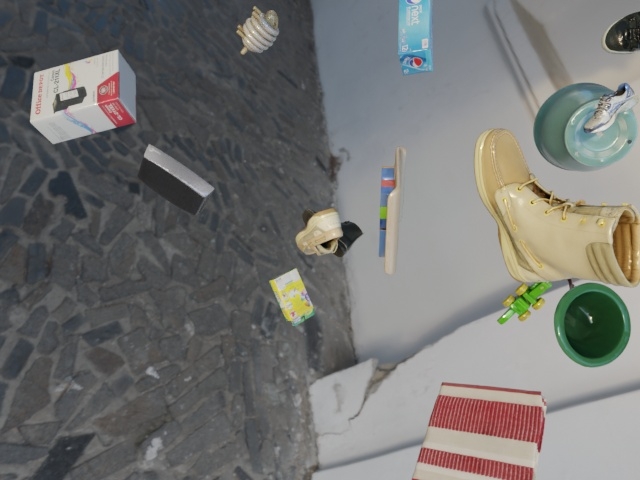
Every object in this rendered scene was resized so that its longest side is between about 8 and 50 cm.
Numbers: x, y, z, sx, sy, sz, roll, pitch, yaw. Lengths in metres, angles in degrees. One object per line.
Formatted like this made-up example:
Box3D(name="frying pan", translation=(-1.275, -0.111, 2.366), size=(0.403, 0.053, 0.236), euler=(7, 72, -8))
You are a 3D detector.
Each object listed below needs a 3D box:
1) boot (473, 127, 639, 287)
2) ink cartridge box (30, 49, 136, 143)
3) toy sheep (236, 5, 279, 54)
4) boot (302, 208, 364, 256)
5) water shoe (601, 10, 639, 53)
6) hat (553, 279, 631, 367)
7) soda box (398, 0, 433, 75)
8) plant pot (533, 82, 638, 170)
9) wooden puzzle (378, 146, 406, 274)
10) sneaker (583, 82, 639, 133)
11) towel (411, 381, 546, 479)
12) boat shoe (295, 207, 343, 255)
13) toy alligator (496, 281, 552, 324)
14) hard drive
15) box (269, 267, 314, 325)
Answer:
Box3D(name="boot", translation=(0.344, -0.053, 0.743), size=(0.095, 0.203, 0.262), euler=(-24, 101, -25))
Box3D(name="ink cartridge box", translation=(-0.449, -0.272, 0.966), size=(0.072, 0.174, 0.128), euler=(69, 9, -64))
Box3D(name="toy sheep", translation=(-0.152, -0.505, 1.234), size=(0.091, 0.132, 0.091), euler=(35, 36, -30))
Box3D(name="boot", translation=(0.044, -0.051, 1.723), size=(0.198, 0.077, 0.137), euler=(49, 53, 1))
Box3D(name="water shoe", translation=(0.614, -0.387, 0.903), size=(0.080, 0.203, 0.073), euler=(-21, 104, -57))
Box3D(name="hat", translation=(0.564, 0.182, 1.144), size=(0.208, 0.183, 0.173), euler=(-23, 87, -13))
Box3D(name="soda box", translation=(0.205, -0.464, 1.086), size=(0.071, 0.067, 0.210), euler=(50, 41, -62))
Box3D(name="plant pot", translation=(0.783, -0.323, 1.480), size=(0.272, 0.271, 0.255), euler=(55, 21, -4))
Box3D(name="wooden puzzle", translation=(0.236, -0.109, 1.726), size=(0.348, 0.080, 0.322), euler=(-70, 162, -54))
Box3D(name="sneaker", translation=(0.624, -0.291, 1.108), size=(0.058, 0.135, 0.052), euler=(48, 1, -27))
Box3D(name="towel", translation=(0.312, 0.441, 1.020), size=(0.037, 0.236, 0.329), euler=(58, 44, -31))
Box3D(name="boat shoe", translation=(0.000, 0.000, 1.547), size=(0.109, 0.302, 0.098), euler=(-18, 77, -20))
Box3D(name="toy alligator", translation=(0.440, 0.107, 1.050), size=(0.056, 0.190, 0.051), euler=(43, 29, 8))
Box3D(name="hard drive", translation=(-0.497, -0.196, 1.720), size=(0.254, 0.172, 0.054), euler=(35, 51, -9))
Box3D(name="box", translation=(-0.096, 0.199, 1.772), size=(0.105, 0.043, 0.179), euler=(-25, 93, -32))
